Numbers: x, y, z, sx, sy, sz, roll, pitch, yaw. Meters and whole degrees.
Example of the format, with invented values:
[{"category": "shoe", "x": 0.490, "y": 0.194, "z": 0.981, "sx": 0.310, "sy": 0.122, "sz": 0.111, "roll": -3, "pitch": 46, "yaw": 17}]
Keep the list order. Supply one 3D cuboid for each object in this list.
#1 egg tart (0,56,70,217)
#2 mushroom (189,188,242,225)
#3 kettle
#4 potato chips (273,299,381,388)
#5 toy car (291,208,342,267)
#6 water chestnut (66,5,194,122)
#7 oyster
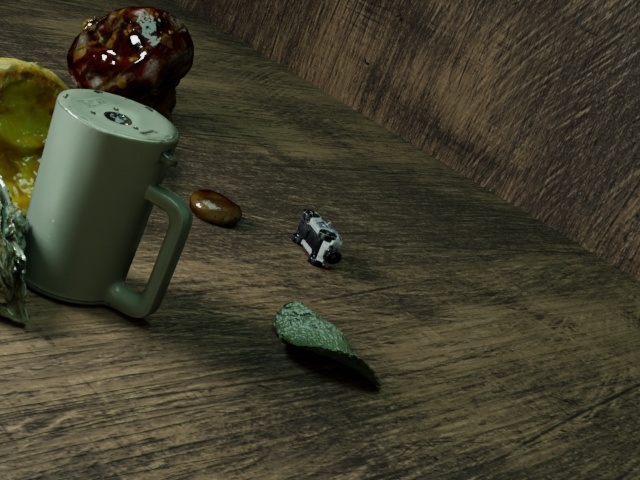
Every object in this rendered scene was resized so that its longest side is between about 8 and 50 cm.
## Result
[{"category": "egg tart", "x": -0.579, "y": -0.176, "z": 1.883, "sx": 0.132, "sy": 0.341, "sz": 0.341, "roll": -7, "pitch": -4, "yaw": 42}, {"category": "mushroom", "x": -0.234, "y": -0.076, "z": 2.280, "sx": 0.123, "sy": 0.052, "sz": 0.123, "roll": 21, "pitch": 23, "yaw": -9}, {"category": "kettle", "x": -0.353, "y": -0.061, "z": 1.704, "sx": 0.265, "sy": 0.318, "sz": 0.205, "roll": 18, "pitch": 19, "yaw": -14}, {"category": "potato chips", "x": 0.012, "y": 0.187, "z": 1.844, "sx": 0.167, "sy": 0.059, "sz": 0.228, "roll": 17, "pitch": 14, "yaw": -34}, {"category": "toy car", "x": 0.000, "y": 0.000, "z": 2.284, "sx": 0.070, "sy": 0.080, "sz": 0.170, "roll": 11, "pitch": 22, "yaw": -30}, {"category": "water chestnut", "x": -0.482, "y": -0.450, "z": 2.693, "sx": 0.335, "sy": 0.347, "sz": 0.335, "roll": -22, "pitch": 16, "yaw": 7}, {"category": "oyster", "x": -0.548, "y": -0.003, "z": 1.626, "sx": 0.158, "sy": 0.162, "sz": 0.351, "roll": 21, "pitch": 25, "yaw": -55}]
